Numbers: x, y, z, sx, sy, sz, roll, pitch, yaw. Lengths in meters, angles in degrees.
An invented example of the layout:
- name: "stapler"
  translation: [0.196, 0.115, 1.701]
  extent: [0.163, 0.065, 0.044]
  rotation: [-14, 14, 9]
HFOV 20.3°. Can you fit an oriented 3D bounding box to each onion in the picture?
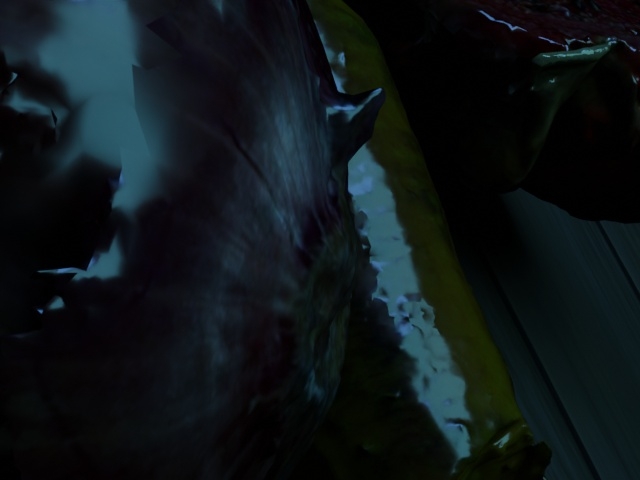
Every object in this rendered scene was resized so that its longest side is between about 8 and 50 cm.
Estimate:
- name: "onion"
  translation: [-0.099, 0.009, 0.499]
  extent: [0.252, 0.219, 0.252]
  rotation: [7, 90, -71]

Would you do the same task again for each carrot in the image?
- name: "carrot"
  translation: [0.000, 0.000, 0.747]
  extent: [0.114, 0.114, 0.302]
  rotation: [9, 52, -55]

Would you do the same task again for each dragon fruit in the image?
- name: "dragon fruit"
  translation: [0.092, -0.089, 0.970]
  extent: [0.317, 0.152, 0.205]
  rotation: [34, 29, 25]
